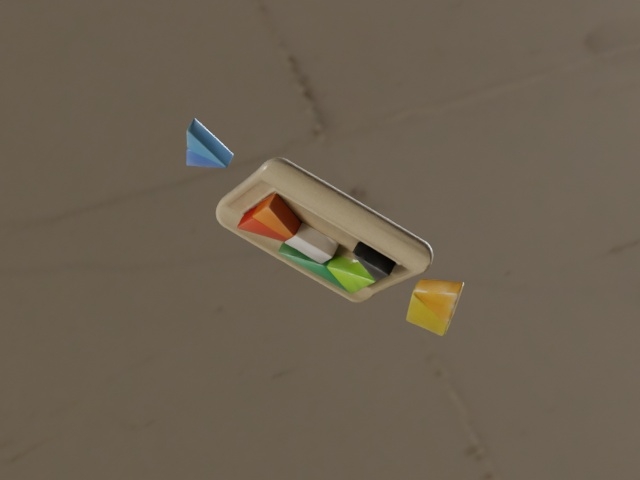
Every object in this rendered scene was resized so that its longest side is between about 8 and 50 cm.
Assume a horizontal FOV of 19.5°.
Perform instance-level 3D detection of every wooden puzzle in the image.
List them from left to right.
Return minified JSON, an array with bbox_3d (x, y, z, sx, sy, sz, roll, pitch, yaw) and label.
[{"bbox_3d":[0.000,0.000,0.655,0.116,0.078,0.014,28,-110,-2],"label":"wooden puzzle"}]
